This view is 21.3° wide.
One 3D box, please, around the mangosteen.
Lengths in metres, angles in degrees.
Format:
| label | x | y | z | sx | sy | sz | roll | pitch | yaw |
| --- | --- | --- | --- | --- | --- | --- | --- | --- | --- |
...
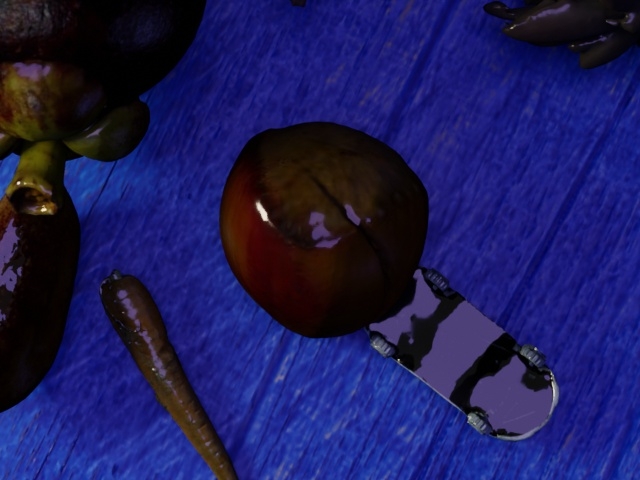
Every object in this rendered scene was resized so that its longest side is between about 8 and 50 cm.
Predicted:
| label | x | y | z | sx | sy | sz | roll | pitch | yaw |
| --- | --- | --- | --- | --- | --- | --- | --- | --- | --- |
| mangosteen | -0.238 | -0.212 | 1.489 | 0.297 | 0.297 | 0.313 | -17 | 128 | -3 |

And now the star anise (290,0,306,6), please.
| label | x | y | z | sx | sy | sz | roll | pitch | yaw |
| --- | --- | --- | --- | --- | --- | --- | --- | --- | --- |
| star anise | -0.033 | -0.371 | 1.618 | 0.349 | 0.109 | 0.292 | -41 | 66 | -15 |

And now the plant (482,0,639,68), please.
| label | x | y | z | sx | sy | sz | roll | pitch | yaw |
| --- | --- | --- | --- | --- | --- | --- | --- | --- | --- |
| plant | 0.320 | -0.253 | 1.592 | 0.320 | 0.194 | 0.182 | 6 | 73 | -5 |

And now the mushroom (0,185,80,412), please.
| label | x | y | z | sx | sy | sz | roll | pitch | yaw |
| --- | --- | --- | --- | --- | --- | --- | --- | --- | --- |
| mushroom | -0.342 | 0.040 | 1.582 | 0.217 | 0.148 | 0.227 | 10 | 75 | 17 |

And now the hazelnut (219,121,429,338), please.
| label | x | y | z | sx | sy | sz | roll | pitch | yaw |
| --- | --- | --- | --- | --- | --- | --- | --- | --- | --- |
| hazelnut | 0.000 | 0.000 | 1.561 | 0.208 | 0.208 | 0.208 | 0 | 85 | -2 |

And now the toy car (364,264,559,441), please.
| label | x | y | z | sx | sy | sz | roll | pitch | yaw |
| --- | --- | --- | --- | --- | --- | --- | --- | --- | --- |
| toy car | 0.133 | 0.108 | 1.607 | 0.205 | 0.056 | 0.095 | 38 | 85 | 3 |

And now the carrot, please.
| label | x | y | z | sx | sy | sz | roll | pitch | yaw |
| --- | --- | --- | --- | --- | --- | --- | --- | --- | --- |
| carrot | -0.136 | 0.140 | 1.607 | 0.049 | 0.049 | 0.254 | -30 | 91 | -4 |
